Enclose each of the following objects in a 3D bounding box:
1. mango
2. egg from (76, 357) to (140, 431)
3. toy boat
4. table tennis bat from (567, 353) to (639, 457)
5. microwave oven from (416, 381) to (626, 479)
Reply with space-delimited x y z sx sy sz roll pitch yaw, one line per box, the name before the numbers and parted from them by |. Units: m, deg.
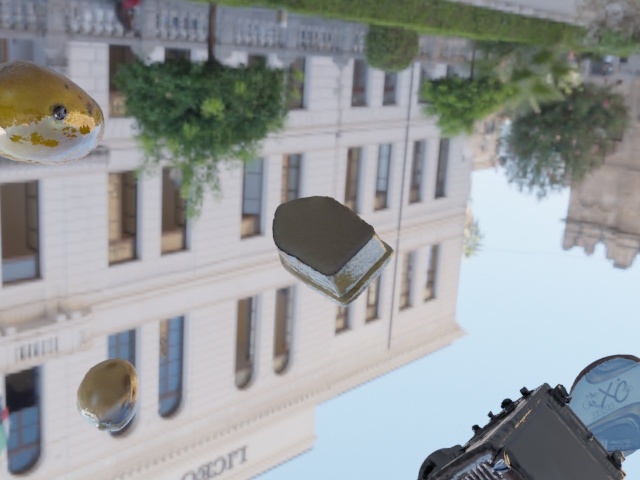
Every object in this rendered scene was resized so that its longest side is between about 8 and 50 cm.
mango | -0.319 -0.141 0.952 0.147 0.109 0.227 4 -178 -11
egg | -0.240 0.173 0.962 0.071 0.083 0.071 22 -179 0
toy boat | 0.000 0.000 1.157 0.116 0.061 0.188 -45 -132 -14
table tennis bat | 0.477 0.331 1.410 0.174 0.301 0.022 0 -166 -14
microwave oven | 0.254 0.316 1.091 0.188 0.178 0.247 53 -148 13
